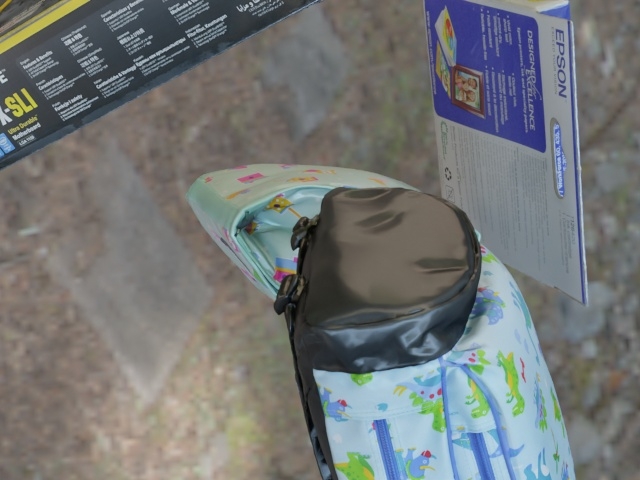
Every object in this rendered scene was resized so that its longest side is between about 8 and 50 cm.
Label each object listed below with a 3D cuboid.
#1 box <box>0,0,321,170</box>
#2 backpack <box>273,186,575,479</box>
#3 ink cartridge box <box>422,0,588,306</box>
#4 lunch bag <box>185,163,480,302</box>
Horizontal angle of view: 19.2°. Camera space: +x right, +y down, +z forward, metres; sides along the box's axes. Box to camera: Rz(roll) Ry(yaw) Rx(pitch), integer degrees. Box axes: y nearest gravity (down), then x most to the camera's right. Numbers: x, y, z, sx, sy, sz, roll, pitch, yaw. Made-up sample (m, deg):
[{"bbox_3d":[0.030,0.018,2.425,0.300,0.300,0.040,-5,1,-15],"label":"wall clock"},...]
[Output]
[{"bbox_3d":[-0.060,-0.185,1.139,0.079,0.322,0.257,54,40,-16],"label":"box"},{"bbox_3d":[0.101,0.162,1.678,0.290,0.273,0.355,-80,171,-66],"label":"backpack"},{"bbox_3d":[0.217,-0.115,2.020,0.072,0.307,0.304,-14,110,-24],"label":"ink cartridge box"},{"bbox_3d":[0.000,0.000,1.950,0.262,0.223,0.160,13,98,-18],"label":"lunch bag"}]
